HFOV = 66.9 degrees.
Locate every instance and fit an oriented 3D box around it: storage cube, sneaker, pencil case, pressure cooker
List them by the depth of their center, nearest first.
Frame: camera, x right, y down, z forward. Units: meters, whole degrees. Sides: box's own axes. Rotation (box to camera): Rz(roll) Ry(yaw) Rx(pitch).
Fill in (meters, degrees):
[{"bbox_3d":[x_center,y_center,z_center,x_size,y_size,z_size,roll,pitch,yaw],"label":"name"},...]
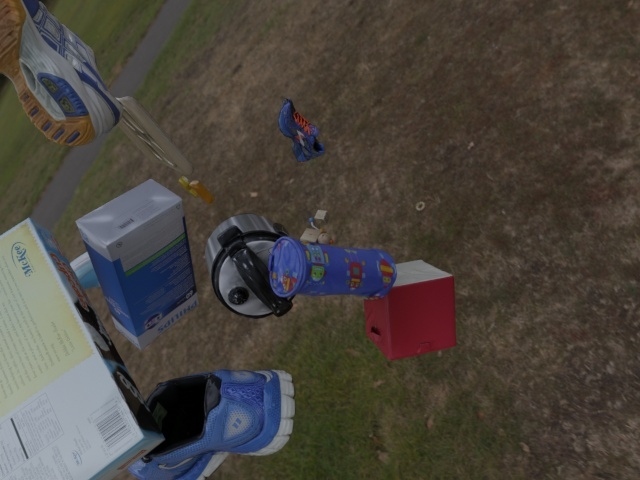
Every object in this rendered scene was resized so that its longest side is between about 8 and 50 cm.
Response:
[{"bbox_3d":[-0.184,0.239,0.643,0.330,0.147,0.130,-38,41,34],"label":"sneaker"},{"bbox_3d":[-0.411,-0.282,0.711,0.112,0.296,0.131,-18,20,21],"label":"sneaker"},{"bbox_3d":[0.027,0.065,1.031,0.133,0.306,0.119,5,88,46],"label":"pencil case"},{"bbox_3d":[0.228,0.175,1.278,0.183,0.215,0.193,-142,45,-72],"label":"storage cube"},{"bbox_3d":[-0.520,0.107,1.338,0.208,0.319,0.127,52,144,18],"label":"sneaker"},{"bbox_3d":[-0.050,-0.309,1.343,0.087,0.221,0.083,-5,58,20],"label":"sneaker"},{"bbox_3d":[-0.268,0.112,1.966,0.420,0.370,0.375,-133,56,-65],"label":"pressure cooker"}]

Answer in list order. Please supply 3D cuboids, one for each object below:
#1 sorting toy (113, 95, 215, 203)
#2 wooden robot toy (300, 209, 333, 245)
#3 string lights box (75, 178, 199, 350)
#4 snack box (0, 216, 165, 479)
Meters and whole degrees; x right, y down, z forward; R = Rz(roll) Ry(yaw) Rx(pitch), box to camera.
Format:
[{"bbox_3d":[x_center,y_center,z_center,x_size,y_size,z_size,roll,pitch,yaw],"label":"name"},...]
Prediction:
[{"bbox_3d":[-0.374,-0.218,1.141,0.041,0.307,0.229,-49,37,-16],"label":"sorting toy"},{"bbox_3d":[0.000,0.000,1.185,0.079,0.076,0.173,7,44,25],"label":"wooden robot toy"},{"bbox_3d":[-0.281,0.047,0.782,0.077,0.260,0.133,31,49,23],"label":"string lights box"},{"bbox_3d":[-0.339,0.146,0.549,0.187,0.060,0.322,-36,67,-10],"label":"snack box"}]
